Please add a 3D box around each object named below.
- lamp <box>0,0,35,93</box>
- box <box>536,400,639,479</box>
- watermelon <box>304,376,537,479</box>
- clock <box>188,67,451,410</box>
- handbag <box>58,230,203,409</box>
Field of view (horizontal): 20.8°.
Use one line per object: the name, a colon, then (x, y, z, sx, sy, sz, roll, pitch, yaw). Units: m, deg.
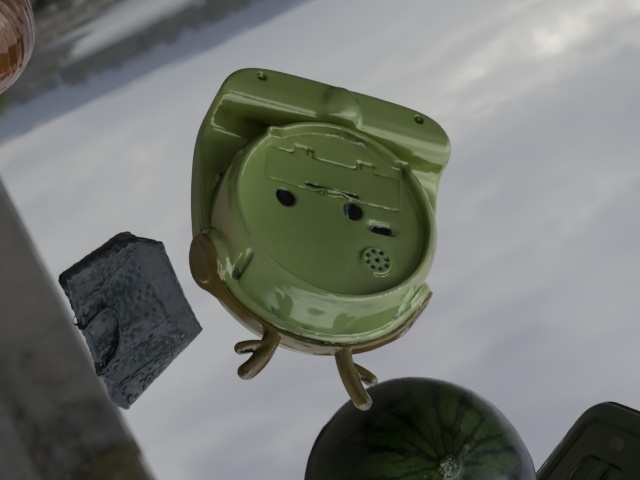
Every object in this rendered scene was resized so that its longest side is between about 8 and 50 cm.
lamp: (-0.313, -0.182, 1.502, 0.136, 0.136, 0.136, -25, -171, 4)
box: (0.405, 0.410, 2.437, 0.329, 0.178, 0.253, -52, -153, -10)
watermelon: (0.100, 0.254, 1.737, 0.242, 0.242, 0.242, -25, -171, 4)
clock: (0.000, 0.000, 1.568, 0.096, 0.235, 0.308, 125, -25, -51)
handbag: (-0.283, 0.108, 2.565, 0.088, 0.270, 0.175, 17, -131, 41)
